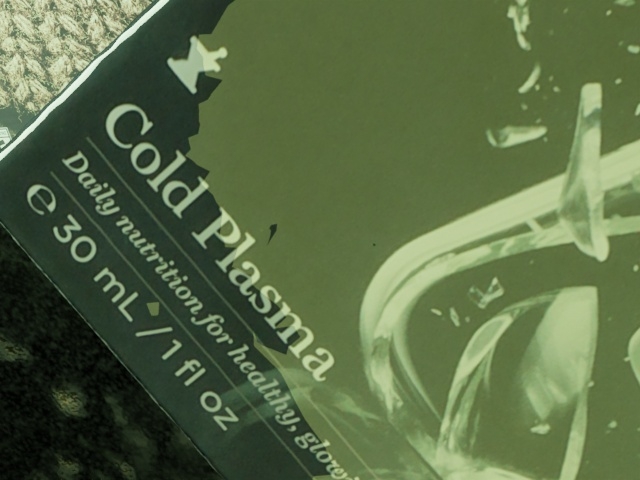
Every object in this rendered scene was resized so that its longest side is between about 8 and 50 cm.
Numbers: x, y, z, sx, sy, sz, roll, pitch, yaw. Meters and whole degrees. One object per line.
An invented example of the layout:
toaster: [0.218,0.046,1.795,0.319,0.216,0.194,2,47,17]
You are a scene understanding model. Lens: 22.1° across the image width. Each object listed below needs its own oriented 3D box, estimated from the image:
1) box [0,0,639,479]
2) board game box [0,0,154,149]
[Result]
box: [0.175,-0.026,0.852,0.472,0.297,0.480,-41,92,22]
board game box: [-0.158,-0.204,1.185,0.232,0.141,0.291,-2,121,27]
